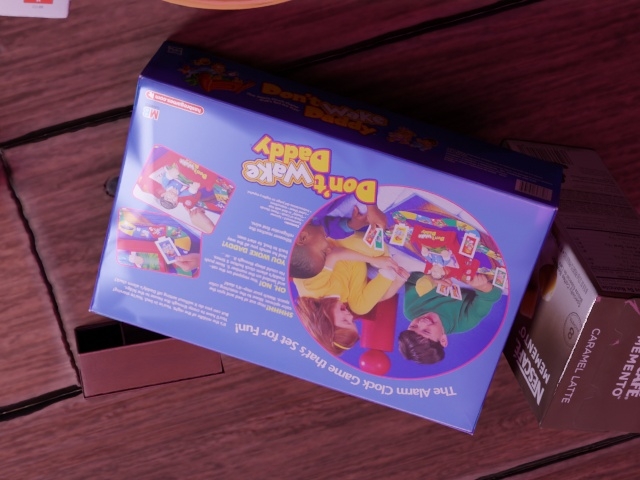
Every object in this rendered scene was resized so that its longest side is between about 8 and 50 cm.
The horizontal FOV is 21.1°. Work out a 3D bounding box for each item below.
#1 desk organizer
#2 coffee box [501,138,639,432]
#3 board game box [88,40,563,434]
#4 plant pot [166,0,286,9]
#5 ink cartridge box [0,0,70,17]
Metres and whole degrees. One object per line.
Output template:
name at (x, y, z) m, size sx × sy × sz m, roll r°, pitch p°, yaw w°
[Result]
desk organizer at (-0.156, 0.101, 1.562) m, size 0.130 × 0.047 × 0.050 m, roll -10°, pitch 123°, yaw -8°
coffee box at (0.216, 0.036, 1.488) m, size 0.098 × 0.246 × 0.141 m, roll 6°, pitch 122°, yaw -19°
board game box at (0.000, 0.000, 1.435) m, size 0.347 × 0.078 × 0.233 m, roll 18°, pitch 120°, yaw 2°
plant pot at (-0.073, -0.334, 1.190) m, size 0.290 × 0.203 × 0.291 m, roll -7°, pitch 125°, yaw -10°
ink cartridge box at (-0.255, -0.257, 1.296) m, size 0.145 × 0.045 × 0.179 m, roll 1°, pitch 126°, yaw -15°
